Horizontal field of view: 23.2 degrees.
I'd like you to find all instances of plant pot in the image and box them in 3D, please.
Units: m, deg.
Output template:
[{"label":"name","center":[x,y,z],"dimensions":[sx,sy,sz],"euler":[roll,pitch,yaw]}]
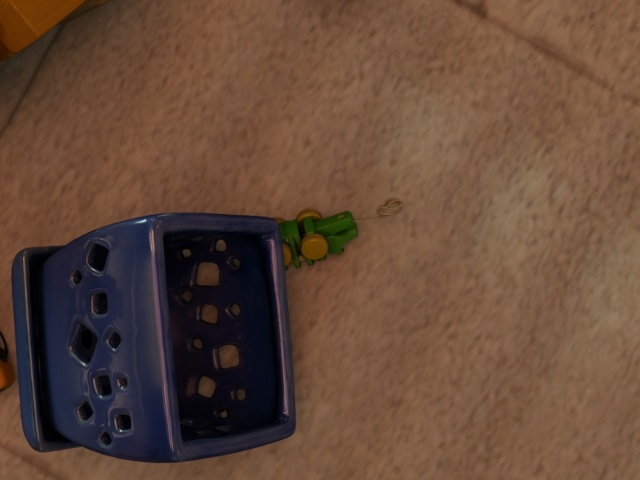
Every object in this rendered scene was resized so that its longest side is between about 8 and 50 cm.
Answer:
[{"label":"plant pot","center":[-0.175,0.098,1.561],"dimensions":[0.212,0.236,0.236],"euler":[-6,88,30]}]

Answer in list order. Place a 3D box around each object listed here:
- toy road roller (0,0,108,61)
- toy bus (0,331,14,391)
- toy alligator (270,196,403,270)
[{"label":"toy road roller","center":[-0.373,-0.275,1.545],"dimensions":[0.329,0.202,0.240],"euler":[-41,106,-24]},{"label":"toy bus","center":[-0.446,0.025,1.644],"dimensions":[0.108,0.130,0.333],"euler":[-26,86,3]},{"label":"toy alligator","center":[0.000,0.000,1.656],"dimensions":[0.189,0.056,0.051],"euler":[-13,129,2]}]
